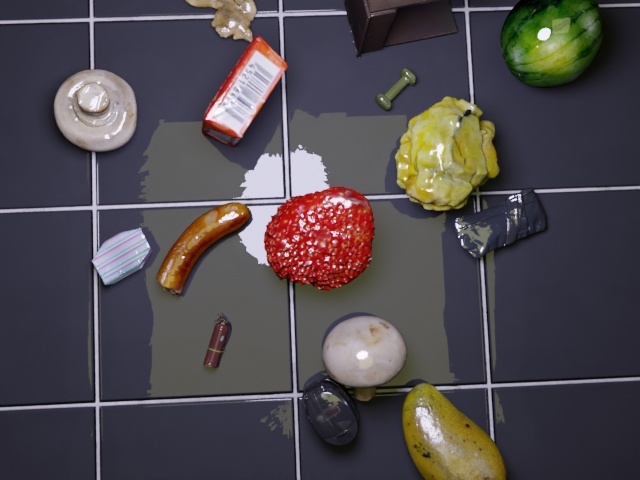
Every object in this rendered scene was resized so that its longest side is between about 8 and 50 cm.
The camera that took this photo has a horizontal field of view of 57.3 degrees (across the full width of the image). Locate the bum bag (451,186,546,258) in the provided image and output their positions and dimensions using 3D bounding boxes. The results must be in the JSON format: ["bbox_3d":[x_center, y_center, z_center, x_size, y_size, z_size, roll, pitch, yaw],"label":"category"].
[{"bbox_3d":[0.464,-0.044,1.511,0.248,0.060,0.123,-21,88,-5],"label":"bum bag"}]

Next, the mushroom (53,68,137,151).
[{"bbox_3d":[-0.558,-0.315,1.440,0.206,0.209,0.206,2,112,5],"label":"mushroom"}]

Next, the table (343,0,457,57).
[{"bbox_3d":[0.216,-0.615,1.450,0.282,0.250,0.196,-12,86,-3],"label":"table"}]

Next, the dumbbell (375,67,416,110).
[{"bbox_3d":[0.197,-0.396,1.534,0.052,0.046,0.118,44,86,-4],"label":"dumbbell"}]

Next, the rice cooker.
[{"bbox_3d":[0.029,0.418,1.441,0.112,0.106,0.165,-31,84,8],"label":"rice cooker"}]

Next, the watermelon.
[{"bbox_3d":[0.574,-0.505,1.458,0.242,0.242,0.242,0,86,-2],"label":"watermelon"}]

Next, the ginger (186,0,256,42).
[{"bbox_3d":[-0.261,-0.596,1.529,0.214,0.059,0.133,16,81,-2],"label":"ginger"}]

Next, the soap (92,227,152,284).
[{"bbox_3d":[-0.495,0.035,1.480,0.149,0.056,0.100,-31,89,-3],"label":"soap"}]

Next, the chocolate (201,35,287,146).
[{"bbox_3d":[-0.189,-0.351,1.435,0.108,0.235,0.237,31,85,-12],"label":"chocolate"}]

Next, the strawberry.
[{"bbox_3d":[0.000,-0.004,1.407,0.261,0.257,0.261,0,88,-10],"label":"strawberry"}]

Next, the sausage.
[{"bbox_3d":[-0.305,0.010,1.478,0.103,0.076,0.302,42,87,-6],"label":"sausage"}]

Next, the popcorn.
[{"bbox_3d":[0.313,-0.210,1.445,0.252,0.215,0.286,9,82,5],"label":"popcorn"}]

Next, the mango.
[{"bbox_3d":[0.316,0.510,1.420,0.329,0.175,0.176,49,42,2],"label":"mango"}]

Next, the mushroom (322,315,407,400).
[{"bbox_3d":[0.108,0.298,1.425,0.207,0.207,0.215,-6,117,-2],"label":"mushroom"}]

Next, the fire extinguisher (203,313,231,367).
[{"bbox_3d":[-0.258,0.255,1.480,0.056,0.039,0.132,20,84,-33],"label":"fire extinguisher"}]
